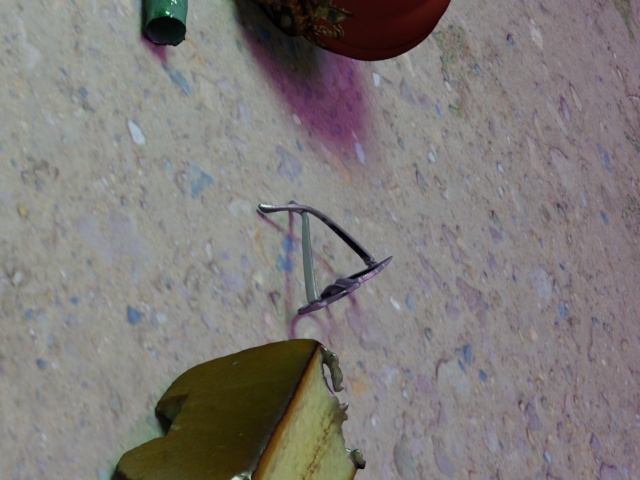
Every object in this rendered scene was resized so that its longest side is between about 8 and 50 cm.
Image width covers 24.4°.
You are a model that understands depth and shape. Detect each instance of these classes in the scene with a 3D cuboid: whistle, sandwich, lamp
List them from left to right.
[{"bbox_3d":[-0.132,-0.250,1.287,0.039,0.039,0.186,37,40,-43],"label":"whistle"},{"bbox_3d":[-0.060,0.178,1.003,0.122,0.128,0.236,65,25,-16],"label":"sandwich"},{"bbox_3d":[0.024,-0.276,1.405,0.227,0.227,0.227,39,39,-41],"label":"lamp"}]

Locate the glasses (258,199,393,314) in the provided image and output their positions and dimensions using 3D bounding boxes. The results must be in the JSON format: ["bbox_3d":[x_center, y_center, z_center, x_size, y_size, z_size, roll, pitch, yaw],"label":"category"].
[{"bbox_3d":[0.000,0.000,1.301,0.104,0.062,0.140,65,28,-1],"label":"glasses"}]
